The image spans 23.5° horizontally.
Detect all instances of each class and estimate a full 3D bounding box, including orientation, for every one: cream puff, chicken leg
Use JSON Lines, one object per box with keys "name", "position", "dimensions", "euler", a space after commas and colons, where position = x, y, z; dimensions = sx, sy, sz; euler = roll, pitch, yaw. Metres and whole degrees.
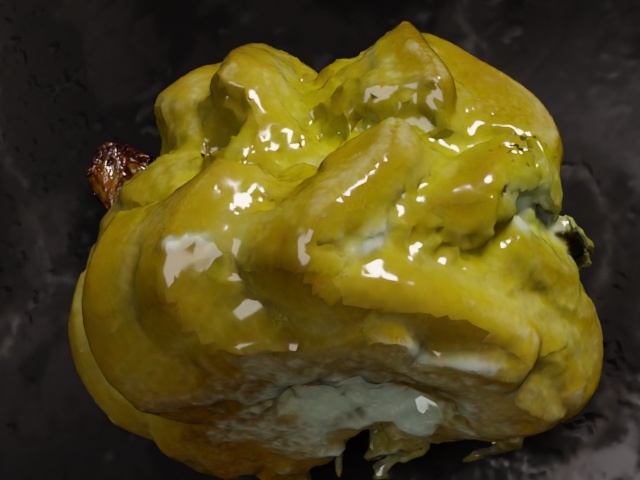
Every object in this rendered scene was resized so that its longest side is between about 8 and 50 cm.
{"name": "cream puff", "position": [-0.003, -0.002, 0.644], "dimensions": [0.221, 0.194, 0.195], "euler": [-14, 73, 18]}
{"name": "chicken leg", "position": [-0.087, -0.021, 0.770], "dimensions": [0.083, 0.021, 0.036], "euler": [36, 87, 27]}
